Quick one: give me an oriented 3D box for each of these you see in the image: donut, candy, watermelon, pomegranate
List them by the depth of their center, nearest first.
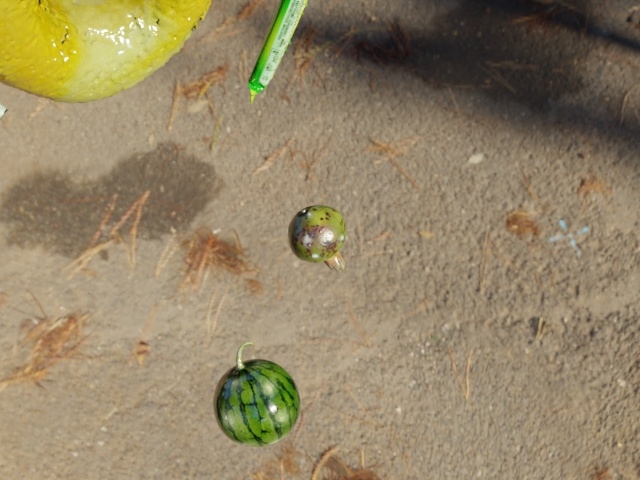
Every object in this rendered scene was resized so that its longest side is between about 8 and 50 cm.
[{"bbox_3d":[-0.182,-0.211,0.562,0.272,0.272,0.107,-31,72,-12],"label":"donut"},{"bbox_3d":[-0.074,0.179,0.815,0.108,0.109,0.109,-5,54,7],"label":"watermelon"},{"bbox_3d":[-0.002,0.001,0.855,0.073,0.073,0.085,-14,91,0],"label":"pomegranate"},{"bbox_3d":[-0.050,-0.265,0.922,0.032,0.178,0.102,27,43,-6],"label":"candy"}]

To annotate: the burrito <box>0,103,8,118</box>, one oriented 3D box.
[{"bbox_3d":[-0.620,-0.250,1.295,0.074,0.118,0.044,-6,57,40],"label":"burrito"}]
